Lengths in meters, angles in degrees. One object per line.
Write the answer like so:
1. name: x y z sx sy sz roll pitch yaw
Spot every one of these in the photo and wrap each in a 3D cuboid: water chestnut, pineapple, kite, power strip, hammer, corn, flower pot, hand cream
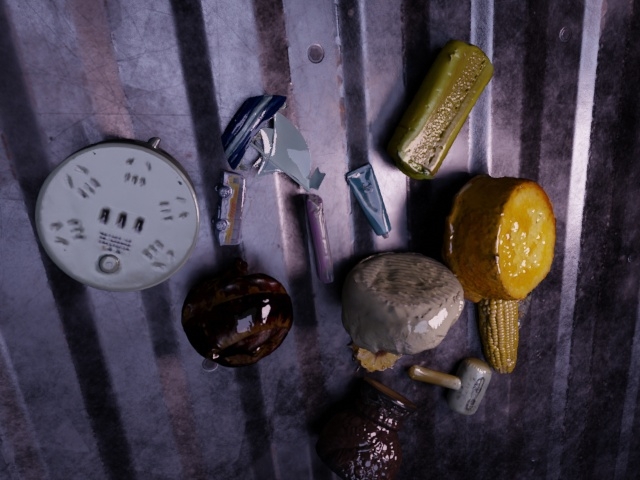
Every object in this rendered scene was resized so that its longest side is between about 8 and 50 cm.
1. water chestnut: -0.213 0.173 1.161 0.299 0.300 0.301 -5 107 -17
2. pineapple: 0.185 0.336 1.440 0.220 0.047 0.222 -6 109 -18
3. kite: 0.714 0.200 1.597 0.141 0.015 0.245 23 98 -26
4. power strip: -0.446 -0.072 1.038 0.356 0.161 0.358 -5 107 -17
5. hammer: 0.425 0.477 1.538 0.305 0.113 0.202 17 97 -17
6. corn: 0.603 0.296 1.527 0.130 0.130 0.347 -18 111 -13
7. flower pot: 0.157 0.588 1.401 0.266 0.266 0.267 31 85 -24
8. hand cream: 0.151 -0.106 1.302 0.083 0.048 0.224 -28 108 -6

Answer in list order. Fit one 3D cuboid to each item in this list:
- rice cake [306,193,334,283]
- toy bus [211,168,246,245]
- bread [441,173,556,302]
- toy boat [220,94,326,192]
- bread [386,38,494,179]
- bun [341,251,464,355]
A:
1. rice cake: 0.001 0.000 1.272 0.048 0.055 0.270 -13 112 -10
2. toy bus: -0.235 -0.083 1.162 0.075 0.064 0.191 3 105 -25
3. bread: 0.521 -0.014 1.325 0.397 0.215 0.399 -5 98 -37
4. toy boat: -0.127 -0.220 1.157 0.210 0.070 0.292 -31 116 -5
5. bread: 0.319 -0.355 1.242 0.166 0.112 0.384 27 96 -21
6. bun: 0.222 0.186 1.254 0.359 0.360 0.211 -10 115 -16
